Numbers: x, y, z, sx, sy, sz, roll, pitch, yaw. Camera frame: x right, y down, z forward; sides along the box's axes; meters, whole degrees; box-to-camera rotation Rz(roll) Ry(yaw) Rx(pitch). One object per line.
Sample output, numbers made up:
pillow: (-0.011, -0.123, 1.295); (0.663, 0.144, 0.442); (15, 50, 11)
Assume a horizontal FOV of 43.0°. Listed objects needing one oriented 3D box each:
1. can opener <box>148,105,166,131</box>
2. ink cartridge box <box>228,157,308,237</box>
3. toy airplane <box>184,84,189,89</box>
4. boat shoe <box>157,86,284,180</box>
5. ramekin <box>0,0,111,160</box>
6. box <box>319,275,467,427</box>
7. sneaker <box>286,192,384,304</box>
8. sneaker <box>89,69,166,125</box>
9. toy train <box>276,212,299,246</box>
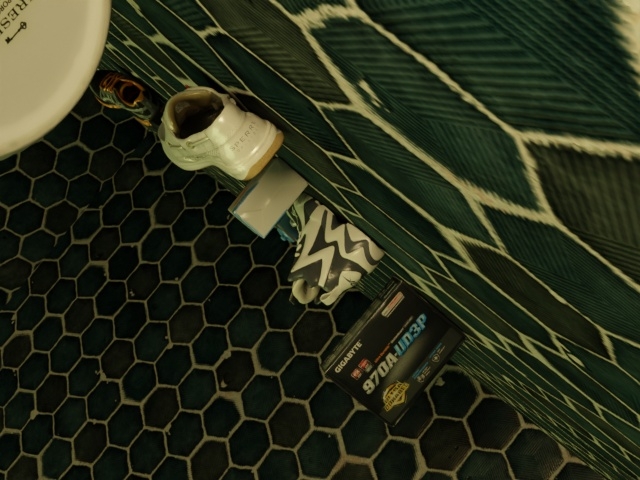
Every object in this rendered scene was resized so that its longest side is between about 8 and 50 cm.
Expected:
can opener: (-0.211, -0.186, 1.433); (0.186, 0.073, 0.059); (29, 167, 12)
ink cartridge box: (-0.085, -0.066, 1.236); (0.061, 0.104, 0.181); (40, 176, -10)
toy airplane: (-0.162, -0.177, 1.241); (0.151, 0.028, 0.151); (39, 176, 4)
boat shoe: (-0.144, -0.144, 0.981); (0.096, 0.098, 0.277); (41, 167, -30)
ramekin: (-0.267, -0.174, 0.561); (0.127, 0.273, 0.273); (23, 169, 30)
box: (0.134, 0.203, 1.485); (0.175, 0.220, 0.051); (41, 179, -15)
sneaker: (-0.018, 0.024, 1.307); (0.235, 0.153, 0.094); (36, 175, 42)
sneaker: (-0.425, -0.324, 1.749); (0.214, 0.084, 0.083); (27, 170, 25)
toy train: (0.000, 0.000, 1.495); (0.184, 0.080, 0.105); (43, 167, -20)
